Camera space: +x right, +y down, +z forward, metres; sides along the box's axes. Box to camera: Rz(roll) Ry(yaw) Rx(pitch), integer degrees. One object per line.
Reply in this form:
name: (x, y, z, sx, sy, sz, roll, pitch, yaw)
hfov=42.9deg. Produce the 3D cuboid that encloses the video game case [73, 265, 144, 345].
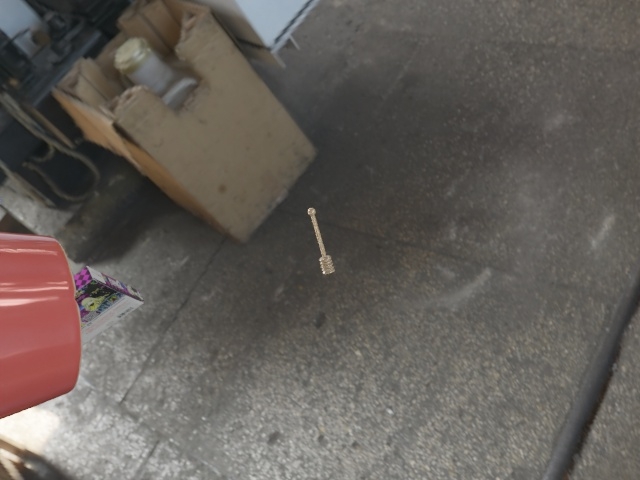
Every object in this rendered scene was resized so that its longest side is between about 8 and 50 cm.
video game case: (-0.530, 0.161, 1.763, 0.232, 0.210, 0.042, -35, 65, 6)

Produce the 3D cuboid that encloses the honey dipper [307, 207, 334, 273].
honey dipper: (0.000, 0.000, 1.898, 0.030, 0.161, 0.030, -14, 15, 4)

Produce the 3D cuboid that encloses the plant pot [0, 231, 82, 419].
plant pot: (-0.421, 0.101, 0.936, 0.275, 0.243, 0.275, 17, 111, 56)
